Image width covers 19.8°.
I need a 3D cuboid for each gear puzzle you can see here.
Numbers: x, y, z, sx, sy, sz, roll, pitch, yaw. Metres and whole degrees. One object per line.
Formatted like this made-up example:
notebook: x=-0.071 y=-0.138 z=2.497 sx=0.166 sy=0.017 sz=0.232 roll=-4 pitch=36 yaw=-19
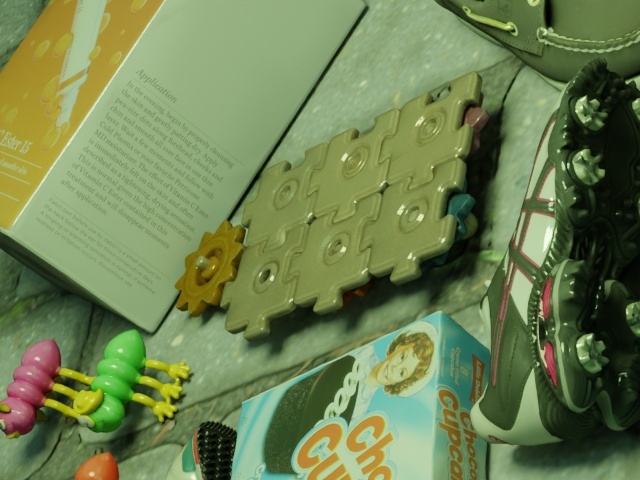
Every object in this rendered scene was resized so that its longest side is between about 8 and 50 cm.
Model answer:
gear puzzle: x=0.000 y=0.000 z=1.416 sx=0.339 sy=0.044 sz=0.175 roll=-23 pitch=44 yaw=42

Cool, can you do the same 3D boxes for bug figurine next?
bug figurine: x=-0.223 y=0.173 z=1.490 sx=0.279 sy=0.072 sz=0.216 roll=-9 pitch=51 yaw=48

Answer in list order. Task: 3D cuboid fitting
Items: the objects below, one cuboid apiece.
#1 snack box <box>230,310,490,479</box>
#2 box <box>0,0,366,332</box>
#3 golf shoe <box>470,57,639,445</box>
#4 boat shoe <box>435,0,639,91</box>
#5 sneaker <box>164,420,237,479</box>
snack box: x=0.014 y=0.214 z=1.159 sx=0.187 sy=0.060 sz=0.322 roll=-27 pitch=39 yaw=33
box: x=-0.157 y=-0.124 z=1.610 sx=0.345 sy=0.168 sz=0.215 roll=-57 pitch=32 yaw=-9
golf shoe: x=0.150 y=0.003 z=1.164 sx=0.120 sy=0.105 sz=0.273 roll=-28 pitch=38 yaw=44
boat shoe: x=0.160 y=-0.186 z=1.343 sx=0.109 sy=0.091 sz=0.305 roll=-53 pitch=32 yaw=-1
sneaker: x=-0.088 y=0.211 z=1.311 sx=0.075 sy=0.057 sz=0.161 roll=-48 pitch=29 yaw=39
